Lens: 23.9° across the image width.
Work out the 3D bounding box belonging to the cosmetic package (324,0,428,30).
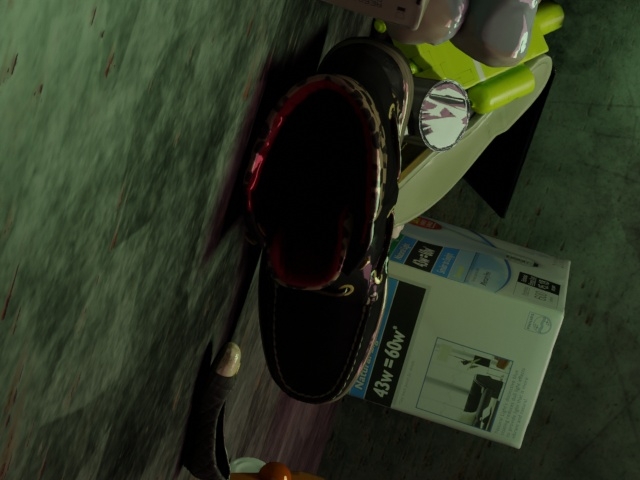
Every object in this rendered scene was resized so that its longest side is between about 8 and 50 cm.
[{"bbox_3d":[0.085,-0.347,1.250,0.160,0.113,0.309,100,10,-59],"label":"cosmetic package"}]

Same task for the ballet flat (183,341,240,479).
[{"bbox_3d":[-0.097,0.167,1.481,0.057,0.049,0.173,-65,171,-53],"label":"ballet flat"}]

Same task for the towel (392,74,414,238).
[{"bbox_3d":[0.136,-0.189,2.210,0.317,0.053,0.331,-78,180,-79],"label":"towel"}]

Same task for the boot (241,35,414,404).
[{"bbox_3d":[0.000,0.000,1.417,0.284,0.138,0.377,-49,153,-77],"label":"boot"}]

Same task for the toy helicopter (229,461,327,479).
[{"bbox_3d":[-0.092,0.350,1.761,0.235,0.140,0.355,-63,160,-14],"label":"toy helicopter"}]

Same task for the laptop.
[{"bbox_3d":[0.281,-0.331,2.493,0.382,0.236,0.408,101,9,-55],"label":"laptop"}]

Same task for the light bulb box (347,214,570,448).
[{"bbox_3d":[0.177,0.116,2.330,0.358,0.361,0.225,-50,156,-74],"label":"light bulb box"}]

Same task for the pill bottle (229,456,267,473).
[{"bbox_3d":[-0.099,0.337,1.919,0.065,0.065,0.116,-63,169,-54],"label":"pill bottle"}]

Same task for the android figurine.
[{"bbox_3d":[0.186,-0.284,1.910,0.273,0.248,0.056,-28,-173,-30],"label":"android figurine"}]

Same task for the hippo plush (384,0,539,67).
[{"bbox_3d":[0.124,-0.324,1.511,0.294,0.234,0.236,-56,-156,-3],"label":"hippo plush"}]

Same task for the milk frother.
[{"bbox_3d":[0.092,-0.117,1.761,0.129,0.135,0.143,-40,124,-27],"label":"milk frother"}]

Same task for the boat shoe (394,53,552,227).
[{"bbox_3d":[0.157,-0.154,2.004,0.340,0.113,0.127,-45,156,-12],"label":"boat shoe"}]
